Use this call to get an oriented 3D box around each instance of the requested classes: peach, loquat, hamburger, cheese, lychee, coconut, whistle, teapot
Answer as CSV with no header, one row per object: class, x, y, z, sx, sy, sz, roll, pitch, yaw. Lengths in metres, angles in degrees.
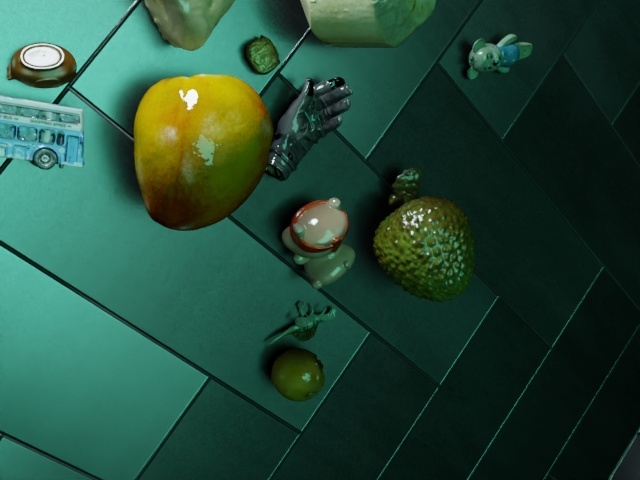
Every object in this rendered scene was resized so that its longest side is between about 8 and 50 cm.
peach,-0.241,-0.177,1.443,0.289,0.289,0.308,-4,84,-30
loquat,-0.056,0.335,1.752,0.141,0.141,0.141,-7,105,-29
hamburger,-0.130,-0.419,1.592,0.076,0.044,0.083,-34,114,-17
cheese,-0.263,-0.554,1.407,0.251,0.173,0.248,-45,128,-13
lychee,0.267,0.002,1.801,0.320,0.270,0.270,40,78,5
coconut,0.092,-0.570,1.554,0.323,0.323,0.323,-7,105,-29
whistle,0.496,-0.506,1.922,0.235,0.077,0.114,-17,129,-29
teapot,-0.540,-0.331,1.362,0.129,0.078,0.098,-9,65,-19

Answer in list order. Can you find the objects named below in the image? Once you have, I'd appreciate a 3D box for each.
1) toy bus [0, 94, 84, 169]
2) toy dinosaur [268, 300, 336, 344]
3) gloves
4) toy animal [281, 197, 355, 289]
toy bus,-0.604,-0.209,1.331,0.297,0.106,0.131,4,95,-30
toy dinosaur,-0.043,0.223,1.799,0.187,0.044,0.106,-50,136,-12
gloves,-0.039,-0.270,1.642,0.285,0.119,0.142,-46,132,2
toy animal,0.000,0.000,1.708,0.171,0.171,0.198,-31,123,-21
